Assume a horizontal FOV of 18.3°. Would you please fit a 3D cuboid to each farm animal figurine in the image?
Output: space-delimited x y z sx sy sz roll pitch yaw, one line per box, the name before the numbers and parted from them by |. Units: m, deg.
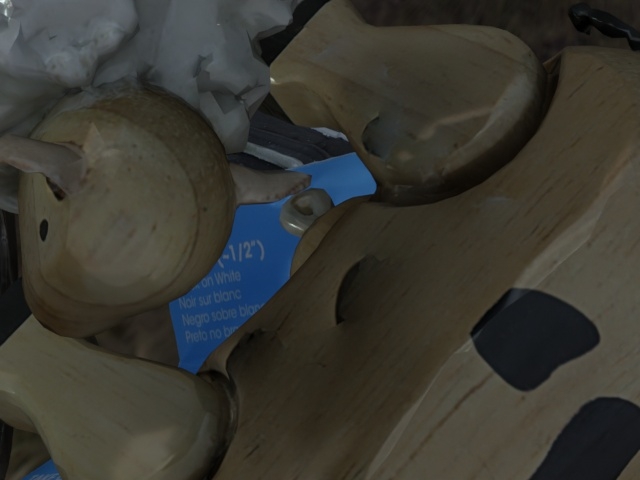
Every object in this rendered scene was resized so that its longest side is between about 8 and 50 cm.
farm animal figurine | 0.003 0.092 0.416 0.330 0.172 0.326 31 88 -42

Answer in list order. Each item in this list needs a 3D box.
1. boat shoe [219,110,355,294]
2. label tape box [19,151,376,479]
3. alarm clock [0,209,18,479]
boat shoe | 0.000 0.000 0.816 0.102 0.301 0.108 -28 126 -19
label tape box | -0.008 0.144 0.679 0.249 0.115 0.347 -10 87 50
alarm clock | -0.159 0.021 0.835 0.064 0.129 0.192 3 62 -2
